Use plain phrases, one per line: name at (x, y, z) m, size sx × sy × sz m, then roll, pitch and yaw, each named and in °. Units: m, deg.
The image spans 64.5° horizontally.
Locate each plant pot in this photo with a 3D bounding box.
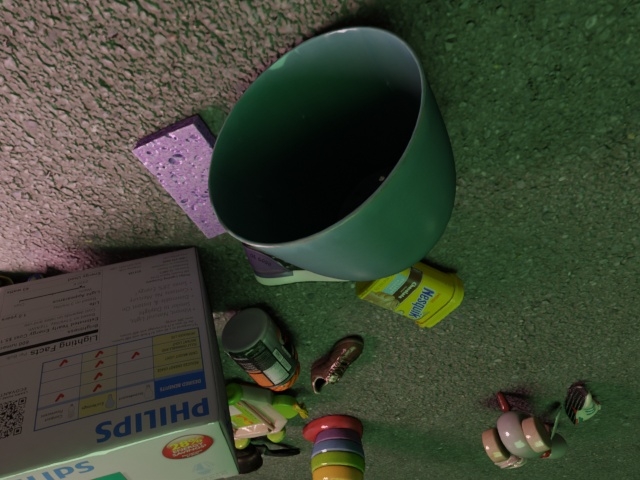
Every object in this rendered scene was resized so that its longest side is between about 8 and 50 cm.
plant pot at (0.043, -0.081, 0.664) m, size 0.292 × 0.293 × 0.235 m, roll -24°, pitch 145°, yaw 23°

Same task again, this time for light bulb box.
light bulb box at (-0.351, 0.241, 0.875) m, size 0.357 × 0.361 × 0.225 m, roll -12°, pitch 137°, yaw -10°

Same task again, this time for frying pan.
frying pan at (-0.202, 0.636, 1.497) m, size 0.325 × 0.197 × 0.053 m, roll 8°, pitch 91°, yaw -11°

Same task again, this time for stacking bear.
stacking bear at (0.046, 0.652, 1.395) m, size 0.175 × 0.289 × 0.164 m, roll 16°, pitch 134°, yaw -15°

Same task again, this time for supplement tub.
supplement tub at (-0.123, 0.243, 1.104) m, size 0.116 × 0.117 × 0.190 m, roll -15°, pitch 134°, yaw 16°

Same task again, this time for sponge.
sponge at (-0.189, -0.095, 0.821) m, size 0.117 × 0.031 × 0.210 m, roll -17°, pitch 132°, yaw 18°

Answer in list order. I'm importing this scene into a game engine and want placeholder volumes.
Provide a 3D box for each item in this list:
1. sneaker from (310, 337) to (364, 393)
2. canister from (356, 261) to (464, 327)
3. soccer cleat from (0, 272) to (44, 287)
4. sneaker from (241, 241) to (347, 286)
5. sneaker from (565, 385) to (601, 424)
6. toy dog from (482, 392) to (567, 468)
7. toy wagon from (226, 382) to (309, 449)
sneaker at (0.041, 0.299, 1.190) m, size 0.066 × 0.071 × 0.188 m, roll 23°, pitch 132°, yaw -21°
canister at (0.168, 0.091, 0.975) m, size 0.169 × 0.073 × 0.126 m, roll 23°, pitch 131°, yaw -19°
soccer cleat at (-0.664, 0.125, 1.036) m, size 0.288 × 0.093 × 0.121 m, roll -8°, pitch 105°, yaw 16°
sneaker at (0.000, 0.000, 0.867) m, size 0.283 × 0.107 × 0.124 m, roll -11°, pitch 129°, yaw 12°
sneaker at (0.692, 0.421, 1.323) m, size 0.075 × 0.057 × 0.161 m, roll -18°, pitch 133°, yaw -4°
toy dog at (0.549, 0.503, 1.366) m, size 0.220 × 0.161 × 0.334 m, roll -18°, pitch 147°, yaw 15°
toy wagon at (-0.192, 0.468, 1.372) m, size 0.344 × 0.068 × 0.267 m, roll -17°, pitch 133°, yaw 17°
